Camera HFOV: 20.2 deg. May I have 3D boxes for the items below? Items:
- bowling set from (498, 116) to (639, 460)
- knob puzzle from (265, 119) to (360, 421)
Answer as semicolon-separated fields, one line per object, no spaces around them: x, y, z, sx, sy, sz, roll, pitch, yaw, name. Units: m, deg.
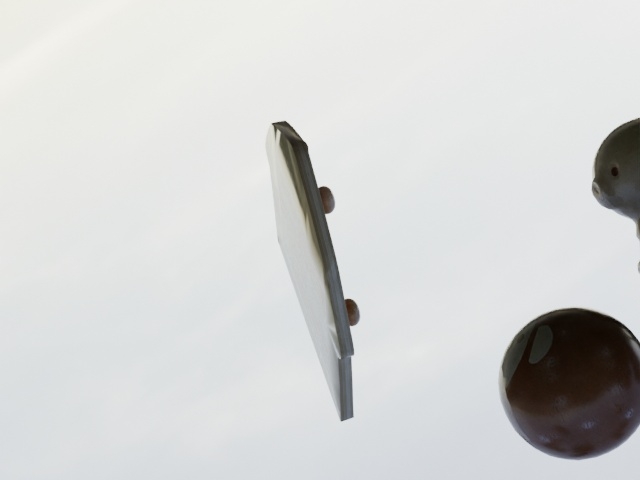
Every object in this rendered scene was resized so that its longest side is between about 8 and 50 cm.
0.154;-0.015;0.636;0.200;0.154;0.287;-9;168;-17;bowling set
0.000;0.000;1.223;0.030;0.213;0.213;-14;-161;-8;knob puzzle
